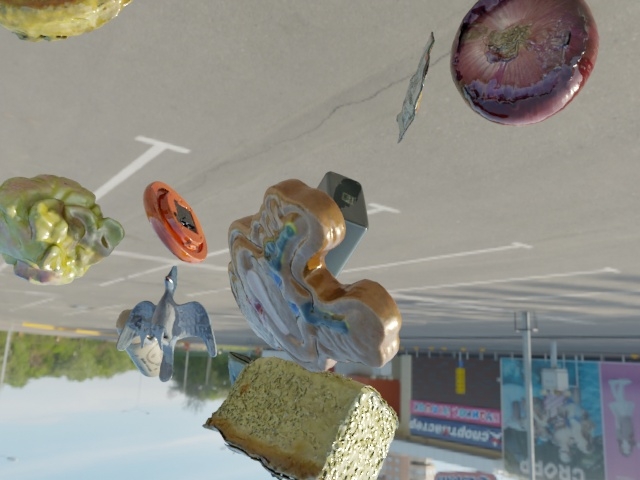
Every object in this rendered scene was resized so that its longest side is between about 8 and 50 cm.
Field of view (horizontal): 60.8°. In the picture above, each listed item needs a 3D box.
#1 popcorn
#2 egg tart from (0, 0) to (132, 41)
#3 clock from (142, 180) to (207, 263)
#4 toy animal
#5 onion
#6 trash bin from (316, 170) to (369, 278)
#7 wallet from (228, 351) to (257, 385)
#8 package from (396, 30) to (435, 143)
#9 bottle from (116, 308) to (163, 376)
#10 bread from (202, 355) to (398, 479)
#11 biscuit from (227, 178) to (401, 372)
[{"bbox_3d":[-0.238,-0.012,0.482,0.089,0.096,0.109,-7,145,36],"label":"popcorn"},{"bbox_3d":[-0.415,-0.425,0.819,0.295,0.294,0.116,5,170,-11],"label":"egg tart"},{"bbox_3d":[-0.316,-0.041,1.211,0.051,0.205,0.205,-29,162,7],"label":"clock"},{"bbox_3d":[-0.356,0.197,1.292,0.239,0.255,0.176,5,-165,10],"label":"toy animal"},{"bbox_3d":[0.339,-0.309,0.909,0.161,0.248,0.248,10,166,-42],"label":"onion"},{"bbox_3d":[0.000,0.000,1.094,0.101,0.176,0.236,20,125,-17],"label":"trash bin"},{"bbox_3d":[-0.233,0.483,1.746,0.055,0.236,0.160,-17,-163,-39],"label":"wallet"},{"bbox_3d":[0.223,-0.347,1.270,0.040,0.166,0.232,15,146,-2],"label":"package"},{"bbox_3d":[-0.468,0.261,1.434,0.110,0.097,0.209,36,150,37],"label":"bottle"},{"bbox_3d":[-0.027,0.409,1.170,0.315,0.248,0.279,5,148,45],"label":"bread"},{"bbox_3d":[-0.037,0.058,0.609,0.047,0.202,0.334,-30,-179,-26],"label":"biscuit"}]
